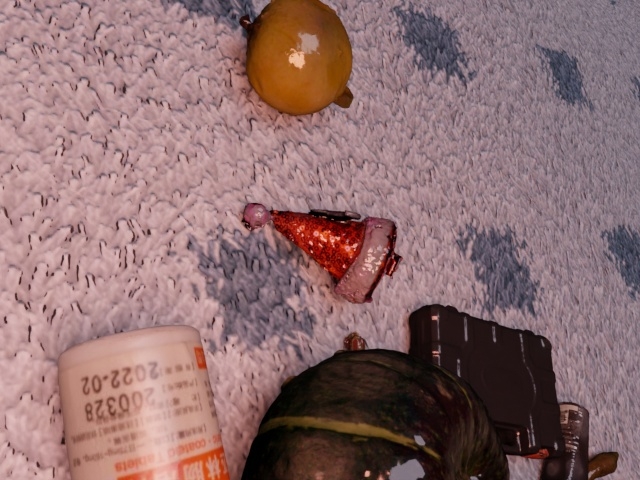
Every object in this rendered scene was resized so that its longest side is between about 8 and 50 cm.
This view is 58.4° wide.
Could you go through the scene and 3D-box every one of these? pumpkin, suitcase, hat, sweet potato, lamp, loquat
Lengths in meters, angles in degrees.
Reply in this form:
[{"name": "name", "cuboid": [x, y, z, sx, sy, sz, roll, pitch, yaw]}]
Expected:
[{"name": "pumpkin", "cuboid": [0.063, 0.276, 0.613, 0.323, 0.241, 0.323, 24, 59, -45]}, {"name": "suitcase", "cuboid": [0.261, 0.224, 0.893, 0.286, 0.066, 0.206, 18, 60, -29]}, {"name": "hat", "cuboid": [0.001, -0.003, 0.797, 0.227, 0.128, 0.140, 23, 15, -7]}, {"name": "sweet potato", "cuboid": [0.479, 0.398, 0.993, 0.153, 0.038, 0.041, -19, 59, -38]}, {"name": "lamp", "cuboid": [0.061, 0.175, 0.795, 0.083, 0.031, 0.063, 43, 53, -17]}, {"name": "loquat", "cuboid": [-0.027, -0.266, 0.848, 0.204, 0.149, 0.172, 36, 48, -32]}]

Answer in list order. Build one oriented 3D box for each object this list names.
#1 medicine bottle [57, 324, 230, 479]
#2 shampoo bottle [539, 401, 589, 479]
[{"name": "medicine bottle", "cuboid": [-0.162, 0.216, 0.545, 0.145, 0.144, 0.252, -2, 73, -36]}, {"name": "shampoo bottle", "cuboid": [0.398, 0.367, 0.934, 0.063, 0.057, 0.207, 38, 52, -17]}]
